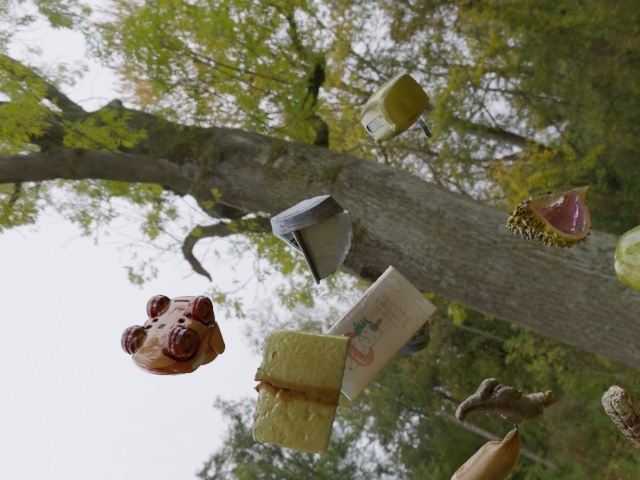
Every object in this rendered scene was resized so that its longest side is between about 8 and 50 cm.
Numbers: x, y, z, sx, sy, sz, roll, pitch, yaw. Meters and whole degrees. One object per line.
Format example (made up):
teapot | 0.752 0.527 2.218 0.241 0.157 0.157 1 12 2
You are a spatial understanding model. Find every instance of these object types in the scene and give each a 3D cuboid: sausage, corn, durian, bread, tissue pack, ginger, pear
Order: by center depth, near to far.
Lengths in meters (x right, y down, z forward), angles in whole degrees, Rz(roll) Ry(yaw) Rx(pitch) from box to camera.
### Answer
bread | -0.047 0.298 1.108 0.135 0.178 0.240 107 174 -78
durian | 0.522 -0.053 1.216 0.182 0.165 0.132 -31 -63 -51
pear | 0.797 0.042 1.255 0.198 0.198 0.198 -41 -39 -45
tissue pack | 0.175 -0.322 1.330 0.127 0.123 0.178 -49 9 -16
corn | 0.810 0.473 1.375 0.237 0.079 0.079 48 -126 -11
tissue pack | 0.134 0.238 1.385 0.325 0.170 0.071 -44 -11 -8
sausage | 0.501 0.659 1.572 0.112 0.112 0.328 -24 -33 -55
ginger | 0.646 0.563 1.866 0.080 0.332 0.166 -41 -44 -80

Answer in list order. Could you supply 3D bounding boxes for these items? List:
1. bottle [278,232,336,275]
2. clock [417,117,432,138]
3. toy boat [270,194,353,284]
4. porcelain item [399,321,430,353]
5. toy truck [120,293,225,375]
bottle | -0.048 0.021 2.072 0.082 0.286 0.082 -54 1 2
clock | 0.349 -0.381 1.805 0.017 0.085 0.085 -33 -24 13
toy boat | -0.003 -0.029 1.889 0.276 0.293 0.111 -37 17 25
porcelain item | 0.251 0.264 1.594 0.147 0.147 0.114 -30 -62 -52
toy truck | -0.365 0.275 1.414 0.265 0.188 0.239 -64 -34 -51
